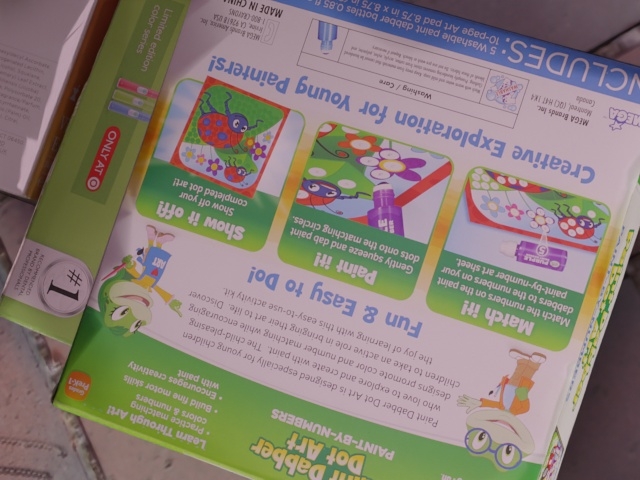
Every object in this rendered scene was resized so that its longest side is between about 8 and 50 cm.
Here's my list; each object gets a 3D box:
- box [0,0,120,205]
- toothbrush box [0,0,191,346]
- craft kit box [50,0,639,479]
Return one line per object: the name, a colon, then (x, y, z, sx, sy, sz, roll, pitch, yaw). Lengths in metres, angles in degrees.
box: (-0.151, -0.106, 1.073, 0.091, 0.130, 0.171, 20, 88, 19)
toothbrush box: (0.000, 0.000, 1.016, 0.283, 0.122, 0.206, 20, 87, 19)
craft kit box: (0.022, 0.007, 0.919, 0.249, 0.061, 0.247, 18, 84, 18)
